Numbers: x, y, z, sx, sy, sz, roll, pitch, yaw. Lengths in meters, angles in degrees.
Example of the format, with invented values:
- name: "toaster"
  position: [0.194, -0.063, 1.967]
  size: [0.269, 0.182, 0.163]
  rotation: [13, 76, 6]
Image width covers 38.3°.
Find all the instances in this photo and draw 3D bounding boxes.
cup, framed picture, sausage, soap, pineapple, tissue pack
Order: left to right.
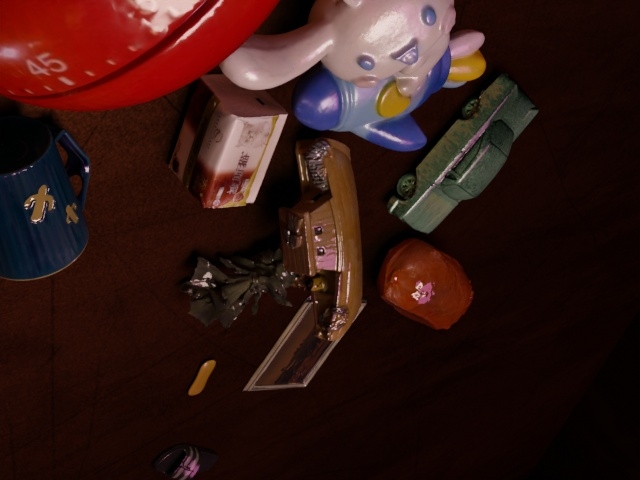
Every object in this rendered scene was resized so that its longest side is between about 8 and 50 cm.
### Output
- name: "cup"
  position: [-0.339, -0.065, 1.077]
  size: [0.155, 0.131, 0.176]
  rotation: [88, 26, -47]
- name: "soap"
  position: [-0.217, 0.252, 1.685]
  size: [0.034, 0.012, 0.089]
  rotation: [-5, 132, -46]
- name: "tissue pack"
  position: [-0.127, -0.133, 1.233]
  size: [0.099, 0.106, 0.149]
  rotation: [-11, 136, -42]
- name: "pineapple"
  position: [-0.086, 0.048, 1.495]
  size: [0.277, 0.119, 0.130]
  rotation: [-24, 100, -35]
- name: "framed picture"
  position: [-0.027, 0.212, 1.852]
  size: [0.197, 0.014, 0.252]
  rotation: [8, 122, -52]
- name: "sausage"
  position: [0.207, 0.087, 1.831]
  size: [0.268, 0.153, 0.141]
  rotation: [33, 80, -58]

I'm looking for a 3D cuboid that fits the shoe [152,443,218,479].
- name: "shoe"
  position: [-0.257, 0.451, 1.846]
  size: [0.071, 0.049, 0.179]
  rotation: [-49, 148, 8]

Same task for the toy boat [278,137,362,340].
- name: "toy boat"
  position: [0.000, 0.000, 1.424]
  size: [0.121, 0.089, 0.321]
  rotation: [-14, 106, -39]

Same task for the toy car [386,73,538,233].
- name: "toy car"
  position: [0.261, -0.146, 1.664]
  size: [0.321, 0.097, 0.141]
  rotation: [-50, 148, 10]

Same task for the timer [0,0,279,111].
- name: "timer"
  position: [-0.179, -0.287, 0.727]
  size: [0.378, 0.378, 0.279]
  rotation: [-47, 147, 6]

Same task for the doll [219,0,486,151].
- name: "doll"
  position: [0.086, -0.238, 1.194]
  size: [0.376, 0.187, 0.365]
  rotation: [-10, 161, 8]
